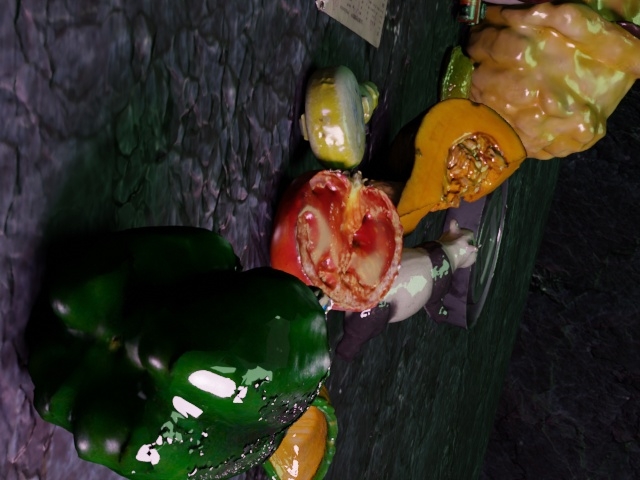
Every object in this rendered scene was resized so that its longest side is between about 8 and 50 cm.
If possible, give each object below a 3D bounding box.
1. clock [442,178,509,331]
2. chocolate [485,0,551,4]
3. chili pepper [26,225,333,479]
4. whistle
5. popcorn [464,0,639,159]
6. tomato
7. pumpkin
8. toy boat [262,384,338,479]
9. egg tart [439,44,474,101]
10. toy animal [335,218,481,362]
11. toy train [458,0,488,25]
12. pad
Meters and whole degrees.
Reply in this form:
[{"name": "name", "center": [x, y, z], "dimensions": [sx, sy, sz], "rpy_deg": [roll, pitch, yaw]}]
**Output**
[{"name": "clock", "center": [0.275, 0.003, 2.179], "dimensions": [0.319, 0.066, 0.319], "rpy_deg": [11, 90, -75]}, {"name": "chocolate", "center": [0.239, -0.392, 1.420], "dimensions": [0.186, 0.283, 0.284], "rpy_deg": [-55, 152, -51]}, {"name": "chili pepper", "center": [-0.076, 0.078, 0.819], "dimensions": [0.261, 0.173, 0.165], "rpy_deg": [8, 98, -69]}, {"name": "whistle", "center": [0.021, -0.134, 1.244], "dimensions": [0.198, 0.057, 0.104], "rpy_deg": [-57, 139, -70]}, {"name": "popcorn", "center": [0.410, -0.297, 1.940], "dimensions": [0.349, 0.381, 0.349], "rpy_deg": [-3, 94, -60]}, {"name": "tomato", "center": [0.000, 0.000, 1.192], "dimensions": [0.159, 0.091, 0.139], "rpy_deg": [18, 73, -47]}, {"name": "pumpkin", "center": [0.118, -0.081, 1.480], "dimensions": [0.248, 0.126, 0.131], "rpy_deg": [-29, 172, -31]}, {"name": "toy boat", "center": [-0.027, 0.203, 1.233], "dimensions": [0.229, 0.089, 0.088], "rpy_deg": [88, 7, -50]}, {"name": "egg tart", "center": [0.206, -0.240, 1.816], "dimensions": [0.105, 0.039, 0.105], "rpy_deg": [11, 90, -76]}, {"name": "toy animal", "center": [0.104, 0.050, 1.454], "dimensions": [0.225, 0.094, 0.121], "rpy_deg": [-20, 149, -27]}, {"name": "toy train", "center": [0.223, -0.368, 1.779], "dimensions": [0.064, 0.044, 0.103], "rpy_deg": [-18, 117, -68]}, {"name": "pad", "center": [0.049, -0.302, 1.284], "dimensions": [0.265, 0.009, 0.160], "rpy_deg": [0, 101, -74]}]
